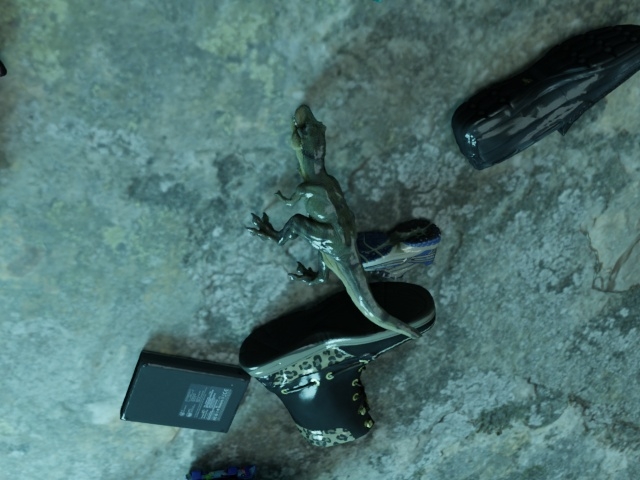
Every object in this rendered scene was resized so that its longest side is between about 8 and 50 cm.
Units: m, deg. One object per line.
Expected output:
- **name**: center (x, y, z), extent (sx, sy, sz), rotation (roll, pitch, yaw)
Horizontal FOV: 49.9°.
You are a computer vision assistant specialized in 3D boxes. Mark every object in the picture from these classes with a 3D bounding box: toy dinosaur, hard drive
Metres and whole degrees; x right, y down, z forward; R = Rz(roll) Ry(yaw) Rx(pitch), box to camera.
- **toy dinosaur**: center (0.000, 0.000, 0.719), extent (0.118, 0.064, 0.268), rotation (-16, 105, 38)
- **hard drive**: center (-0.163, 0.186, 0.831), extent (0.135, 0.022, 0.094), rotation (14, 114, -23)

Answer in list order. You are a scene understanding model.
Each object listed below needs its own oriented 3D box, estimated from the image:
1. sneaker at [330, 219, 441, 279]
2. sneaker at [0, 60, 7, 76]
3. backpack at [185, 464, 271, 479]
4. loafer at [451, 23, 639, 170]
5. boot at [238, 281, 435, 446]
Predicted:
- **sneaker**: center (0.074, 0.023, 0.789), extent (0.135, 0.052, 0.058), rotation (-12, 129, -7)
- **sneaker**: center (-0.293, -0.163, 0.583), extent (0.057, 0.047, 0.119), rotation (15, 122, -30)
- **backpack**: center (-0.092, 0.377, 0.906), extent (0.173, 0.117, 0.158), rotation (-5, 120, -13)
- **loafer**: center (0.247, -0.151, 0.727), extent (0.223, 0.076, 0.078), rotation (-29, 128, 7)
- **boot**: center (0.043, 0.153, 0.829), extent (0.236, 0.085, 0.178), rotation (-20, 125, 11)
